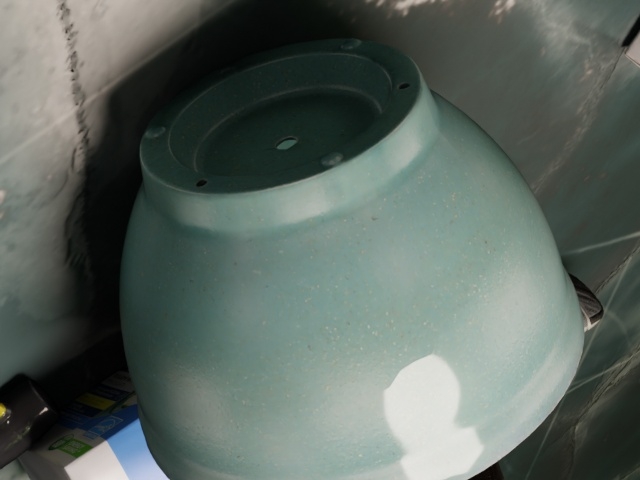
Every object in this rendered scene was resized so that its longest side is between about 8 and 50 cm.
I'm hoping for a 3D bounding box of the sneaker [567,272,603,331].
[{"bbox_3d":[0.170,0.099,1.562,0.229,0.086,0.132,-5,139,-39],"label":"sneaker"}]

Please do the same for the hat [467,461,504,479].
[{"bbox_3d":[-0.013,0.220,1.339,0.331,0.134,0.331,-31,-164,10],"label":"hat"}]

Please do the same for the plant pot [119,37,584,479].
[{"bbox_3d":[0.000,0.000,0.966,0.293,0.293,0.196,-33,126,-23],"label":"plant pot"}]

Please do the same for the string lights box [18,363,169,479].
[{"bbox_3d":[-0.079,0.111,1.126,0.260,0.076,0.133,-34,-164,-23],"label":"string lights box"}]

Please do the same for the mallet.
[{"bbox_3d":[-0.239,0.102,1.008,0.062,0.039,0.190,-45,150,5],"label":"mallet"}]

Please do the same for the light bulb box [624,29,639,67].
[{"bbox_3d":[0.516,-0.251,1.373,0.358,0.225,0.361,-10,137,-51],"label":"light bulb box"}]
